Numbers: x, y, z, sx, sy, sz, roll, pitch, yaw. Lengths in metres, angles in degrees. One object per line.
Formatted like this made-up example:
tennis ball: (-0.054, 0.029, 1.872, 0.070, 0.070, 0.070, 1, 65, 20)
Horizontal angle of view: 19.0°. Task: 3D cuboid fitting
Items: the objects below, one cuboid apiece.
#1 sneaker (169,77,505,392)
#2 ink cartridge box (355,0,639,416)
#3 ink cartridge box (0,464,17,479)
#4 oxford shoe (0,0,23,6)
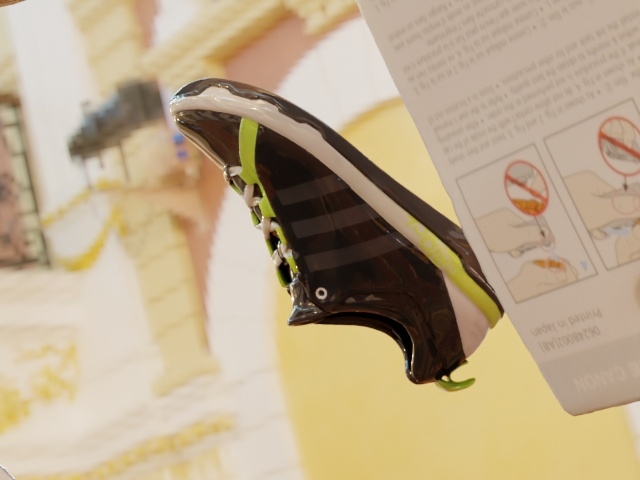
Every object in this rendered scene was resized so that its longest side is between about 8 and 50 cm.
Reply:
sneaker: (0.000, 0.000, 1.080, 0.097, 0.235, 0.084, -54, -3, -11)
ink cartridge box: (0.150, -0.130, 0.889, 0.091, 0.385, 0.308, -28, 2, -36)
ink cartridge box: (-0.269, 0.153, 0.948, 0.203, 0.148, 0.086, -44, 5, 20)
oxford shoe: (-0.111, -0.265, 1.308, 0.130, 0.169, 0.449, 24, 36, 37)
